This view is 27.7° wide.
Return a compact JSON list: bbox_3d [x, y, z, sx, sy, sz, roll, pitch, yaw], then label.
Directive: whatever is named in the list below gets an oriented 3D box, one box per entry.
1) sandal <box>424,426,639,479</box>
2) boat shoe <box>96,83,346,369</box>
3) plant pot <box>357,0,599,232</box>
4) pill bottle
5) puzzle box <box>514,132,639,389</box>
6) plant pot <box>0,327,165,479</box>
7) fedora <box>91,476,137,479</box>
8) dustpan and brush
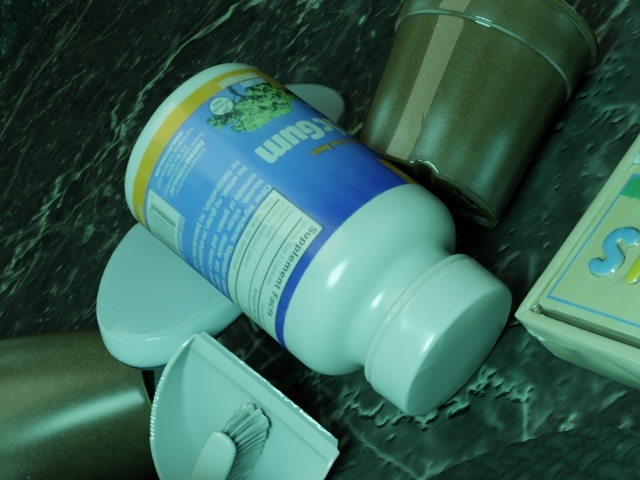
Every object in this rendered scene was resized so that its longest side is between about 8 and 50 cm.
[{"bbox_3d":[0.088,0.210,0.716,0.446,0.107,0.167,-30,31,57],"label":"sandal"},{"bbox_3d":[-0.071,0.017,1.145,0.136,0.156,0.367,7,39,19],"label":"boat shoe"},{"bbox_3d":[0.112,-0.105,1.024,0.167,0.167,0.165,3,65,58],"label":"plant pot"},{"bbox_3d":[0.000,0.000,0.934,0.272,0.152,0.152,37,86,26],"label":"pill bottle"},{"bbox_3d":[0.307,-0.010,0.704,0.272,0.052,0.409,-54,27,-9],"label":"puzzle box"},{"bbox_3d":[-0.226,0.167,1.148,0.230,0.215,0.215,-22,35,17],"label":"plant pot"},{"bbox_3d":[-0.165,0.271,0.882,0.152,0.334,0.334,-25,9,-37],"label":"fedora"},{"bbox_3d":[-0.087,0.190,1.001,0.060,0.147,0.211,-38,-20,-46],"label":"dustpan and brush"}]
